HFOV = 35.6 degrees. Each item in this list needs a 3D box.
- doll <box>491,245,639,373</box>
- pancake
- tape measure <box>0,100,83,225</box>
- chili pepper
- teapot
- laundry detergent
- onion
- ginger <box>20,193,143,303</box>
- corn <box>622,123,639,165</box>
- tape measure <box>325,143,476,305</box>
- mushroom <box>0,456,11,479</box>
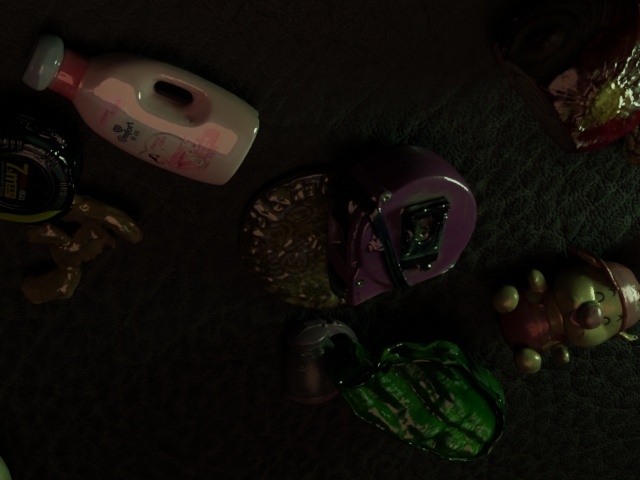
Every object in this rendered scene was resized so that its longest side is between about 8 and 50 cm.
[{"bbox_3d":[0.437,0.117,1.747,0.255,0.152,0.196,-18,129,8],"label":"doll"},{"bbox_3d":[0.000,0.000,1.679,0.288,0.033,0.286,29,119,-27],"label":"pancake"},{"bbox_3d":[-0.446,-0.112,1.483,0.186,0.112,0.199,12,132,-8],"label":"tape measure"},{"bbox_3d":[0.185,0.263,1.823,0.385,0.167,0.213,31,105,-36],"label":"chili pepper"},{"bbox_3d":[-0.003,0.211,1.799,0.148,0.116,0.146,-6,119,3],"label":"teapot"},{"bbox_3d":[-0.262,-0.197,1.448,0.335,0.088,0.159,23,118,-23],"label":"laundry detergent"},{"bbox_3d":[0.383,-0.239,1.392,0.207,0.216,0.206,-36,124,12],"label":"onion"},{"bbox_3d":[-0.417,0.008,1.618,0.258,0.065,0.149,-35,112,27],"label":"ginger"},{"bbox_3d":[0.517,-0.221,1.538,0.079,0.079,0.237,-4,124,-4],"label":"corn"},{"bbox_3d":[0.127,-0.023,1.572,0.231,0.149,0.245,-16,129,-16],"label":"tape measure"},{"bbox_3d":[-0.752,0.514,1.848,0.353,0.353,0.325,14,157,-17],"label":"mushroom"}]
